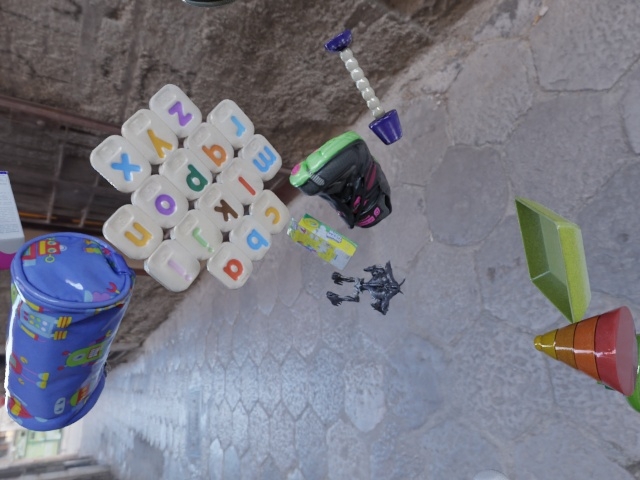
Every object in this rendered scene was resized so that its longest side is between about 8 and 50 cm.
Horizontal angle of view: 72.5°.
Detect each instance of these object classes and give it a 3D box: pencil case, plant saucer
[{"bbox_3d":[-0.326,0.127,0.566,0.119,0.133,0.306,51,129,25],"label":"pencil case"},{"bbox_3d":[0.409,0.023,0.762,0.188,0.045,0.188,-79,-30,-71],"label":"plant saucer"}]

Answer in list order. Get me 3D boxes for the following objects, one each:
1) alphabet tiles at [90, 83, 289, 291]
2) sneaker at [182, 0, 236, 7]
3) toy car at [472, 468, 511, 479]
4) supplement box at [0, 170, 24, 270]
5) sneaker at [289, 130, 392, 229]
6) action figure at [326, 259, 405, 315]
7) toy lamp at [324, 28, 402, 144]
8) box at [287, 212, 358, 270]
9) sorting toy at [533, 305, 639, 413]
[{"bbox_3d":[-0.174,-0.073,0.648,0.021,0.278,0.284,-5,45,50],"label":"alphabet tiles"},{"bbox_3d":[-0.119,-0.422,0.617,0.118,0.222,0.083,59,-167,-75],"label":"sneaker"},{"bbox_3d":[0.305,0.488,0.712,0.136,0.182,0.159,-23,87,54],"label":"toy car"},{"bbox_3d":[-0.758,-0.045,0.995,0.220,0.114,0.111,54,132,27],"label":"supplement box"},{"bbox_3d":[0.091,-0.135,1.113,0.185,0.483,0.202,-35,76,22],"label":"sneaker"},{"bbox_3d":[0.159,0.146,1.347,0.276,0.141,0.163,-3,78,39],"label":"action figure"},{"bbox_3d":[0.111,-0.355,1.034,0.080,0.080,0.274,-1,125,59],"label":"toy lamp"},{"bbox_3d":[0.000,0.000,1.119,0.043,0.179,0.105,-59,-3,-28],"label":"box"},{"bbox_3d":[0.460,0.205,0.715,0.126,0.366,0.126,-6,62,45],"label":"sorting toy"}]
